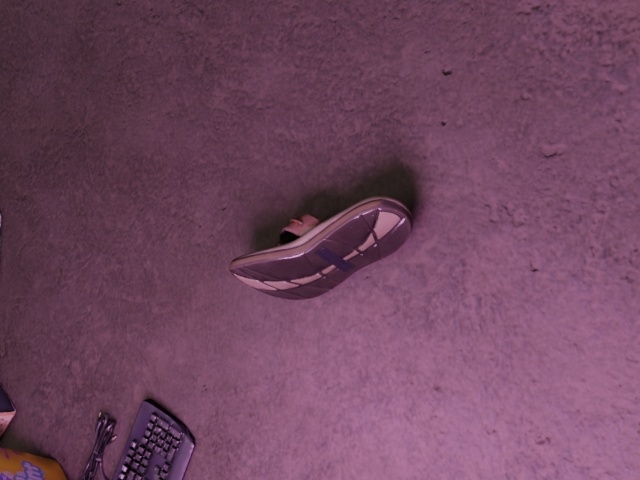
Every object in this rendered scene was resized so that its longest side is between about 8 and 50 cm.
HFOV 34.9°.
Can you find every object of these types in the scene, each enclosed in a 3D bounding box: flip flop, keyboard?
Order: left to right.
[{"bbox_3d":[-0.309,0.388,1.548,0.201,0.033,0.317,28,101,35],"label":"keyboard"},{"bbox_3d":[0.000,0.000,1.329,0.277,0.112,0.080,-29,43,33],"label":"flip flop"}]

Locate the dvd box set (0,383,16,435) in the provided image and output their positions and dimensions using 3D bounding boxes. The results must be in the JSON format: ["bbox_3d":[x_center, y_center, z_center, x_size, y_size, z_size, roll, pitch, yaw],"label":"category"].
[{"bbox_3d":[-0.730,0.351,1.840,0.307,0.062,0.420,47,112,30],"label":"dvd box set"}]

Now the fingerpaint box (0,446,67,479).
[{"bbox_3d":[-0.462,0.567,1.454,0.445,0.163,0.371,34,98,55],"label":"fingerpaint box"}]

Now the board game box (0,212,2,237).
[{"bbox_3d":[-0.674,0.023,1.856,0.259,0.030,0.136,-5,80,36],"label":"board game box"}]
